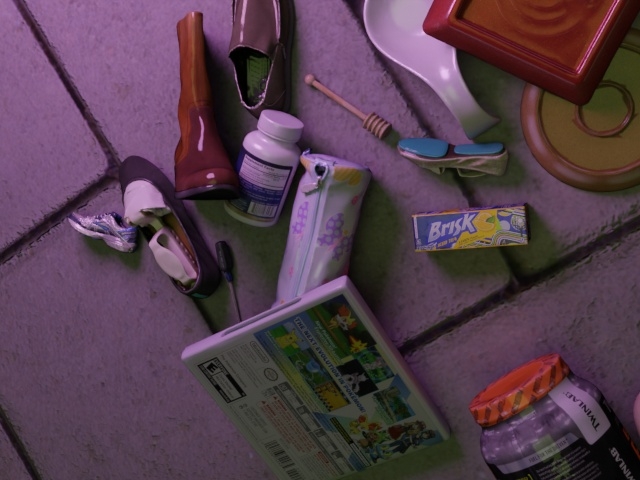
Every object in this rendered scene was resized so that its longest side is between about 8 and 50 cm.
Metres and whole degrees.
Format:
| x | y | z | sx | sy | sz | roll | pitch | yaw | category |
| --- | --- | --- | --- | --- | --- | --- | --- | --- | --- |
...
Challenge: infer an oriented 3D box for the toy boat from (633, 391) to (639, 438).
| x | y | z | sx | sy | sz | roll | pitch | yaw | category |
| --- | --- | --- | --- | --- | --- | --- | --- | --- | --- |
| 0.546 | 0.174 | 1.140 | 0.268 | 0.148 | 0.318 | -21 | 98 | 25 | toy boat |

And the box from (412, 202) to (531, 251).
| x | y | z | sx | sy | sz | roll | pitch | yaw | category |
| --- | --- | --- | --- | --- | --- | --- | --- | --- | --- |
| 0.226 | -0.019 | 1.257 | 0.169 | 0.054 | 0.059 | -4 | 96 | 20 | box |

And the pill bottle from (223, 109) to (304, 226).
| x | y | z | sx | sy | sz | roll | pitch | yaw | category |
| --- | --- | --- | --- | --- | --- | --- | --- | --- | --- |
| -0.085 | -0.115 | 1.318 | 0.094 | 0.094 | 0.169 | 28 | 114 | 14 | pill bottle |

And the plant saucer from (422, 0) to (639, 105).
| x | y | z | sx | sy | sz | roll | pitch | yaw | category |
| --- | --- | --- | --- | --- | --- | --- | --- | --- | --- |
| 0.303 | -0.344 | 1.119 | 0.258 | 0.048 | 0.259 | 26 | 110 | 1 | plant saucer |

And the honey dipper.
| x | y | z | sx | sy | sz | roll | pitch | yaw | category |
| --- | --- | --- | --- | --- | --- | --- | --- | --- | --- |
| 0.040 | -0.213 | 1.311 | 0.161 | 0.030 | 0.030 | 38 | 107 | 15 | honey dipper |

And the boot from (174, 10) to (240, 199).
| x | y | z | sx | sy | sz | roll | pitch | yaw | category |
| --- | --- | --- | --- | --- | --- | --- | --- | --- | --- |
| -0.175 | -0.204 | 1.284 | 0.096 | 0.264 | 0.280 | 0 | 99 | -10 | boot |

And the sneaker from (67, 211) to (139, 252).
| x | y | z | sx | sy | sz | roll | pitch | yaw | category |
| --- | --- | --- | --- | --- | --- | --- | --- | --- | --- |
| -0.376 | -0.027 | 1.471 | 0.135 | 0.052 | 0.058 | 23 | 94 | 7 | sneaker |

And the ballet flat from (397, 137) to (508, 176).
| x | y | z | sx | sy | sz | roll | pitch | yaw | category |
| --- | --- | --- | --- | --- | --- | --- | --- | --- | --- |
| 0.195 | -0.119 | 1.257 | 0.168 | 0.057 | 0.052 | 7 | 127 | 20 | ballet flat |

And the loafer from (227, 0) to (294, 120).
| x | y | z | sx | sy | sz | roll | pitch | yaw | category |
| --- | --- | --- | --- | --- | --- | --- | --- | --- | --- |
| -0.094 | -0.311 | 1.310 | 0.094 | 0.087 | 0.251 | -5 | 96 | 19 | loafer |

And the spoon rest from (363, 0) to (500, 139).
| x | y | z | sx | sy | sz | roll | pitch | yaw | category |
| --- | --- | --- | --- | --- | --- | --- | --- | --- | --- |
| 0.166 | -0.277 | 1.228 | 0.137 | 0.084 | 0.276 | -33 | 87 | 20 | spoon rest |

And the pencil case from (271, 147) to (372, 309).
| x | y | z | sx | sy | sz | roll | pitch | yaw | category |
| --- | --- | --- | --- | --- | --- | --- | --- | --- | --- |
| 0.000 | 0.000 | 1.300 | 0.114 | 0.124 | 0.273 | 12 | 102 | 4 | pencil case |

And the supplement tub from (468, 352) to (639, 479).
| x | y | z | sx | sy | sz | roll | pitch | yaw | category |
| --- | --- | --- | --- | --- | --- | --- | --- | --- | --- |
| 0.357 | 0.332 | 1.185 | 0.194 | 0.193 | 0.316 | -33 | 87 | 20 | supplement tub |

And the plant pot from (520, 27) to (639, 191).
| x | y | z | sx | sy | sz | roll | pitch | yaw | category |
| --- | --- | --- | --- | --- | --- | --- | --- | --- | --- |
| 0.402 | -0.185 | 1.186 | 0.236 | 0.032 | 0.236 | 2 | 97 | 19 | plant pot |

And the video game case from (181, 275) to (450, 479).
| x | y | z | sx | sy | sz | roll | pitch | yaw | category |
| --- | --- | --- | --- | --- | --- | --- | --- | --- | --- |
| -0.005 | 0.239 | 1.312 | 0.300 | 0.036 | 0.329 | -25 | 114 | 20 | video game case |

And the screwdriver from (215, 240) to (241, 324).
| x | y | z | sx | sy | sz | roll | pitch | yaw | category |
| --- | --- | --- | --- | --- | --- | --- | --- | --- | --- |
| -0.147 | 0.082 | 1.420 | 0.025 | 0.024 | 0.169 | -18 | 98 | -8 | screwdriver |

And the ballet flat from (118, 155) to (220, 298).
| x | y | z | sx | sy | sz | roll | pitch | yaw | category |
| --- | --- | --- | --- | --- | --- | --- | --- | --- | --- |
| -0.263 | -0.025 | 1.402 | 0.095 | 0.096 | 0.280 | -38 | 84 | 20 | ballet flat |
